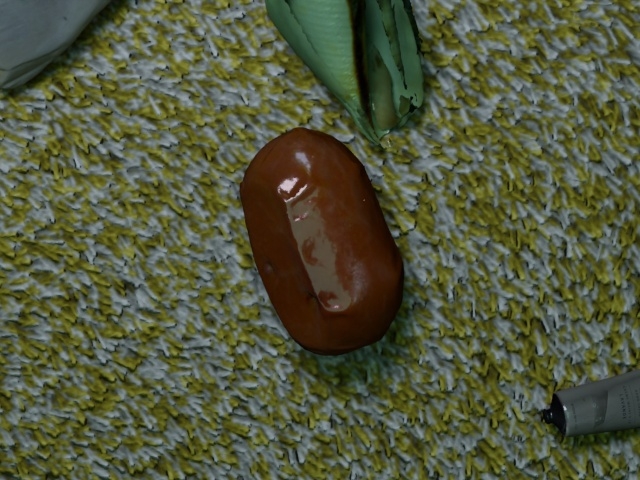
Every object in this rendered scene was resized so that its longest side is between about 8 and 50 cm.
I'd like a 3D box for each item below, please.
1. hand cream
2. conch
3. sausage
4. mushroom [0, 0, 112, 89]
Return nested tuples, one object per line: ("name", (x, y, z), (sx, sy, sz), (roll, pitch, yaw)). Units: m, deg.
("hand cream", (0.358, 0.194, 1.358), (0.186, 0.054, 0.087), (-11, 95, -3))
("conch", (0.044, -0.243, 1.315), (0.143, 0.137, 0.250), (-41, 89, 3))
("sausage", (-0.001, 0.000, 1.316), (0.141, 0.153, 0.268), (-19, 90, -37))
("mushroom", (-0.279, -0.320, 1.355), (0.328, 0.122, 0.159), (-25, 126, 4))
